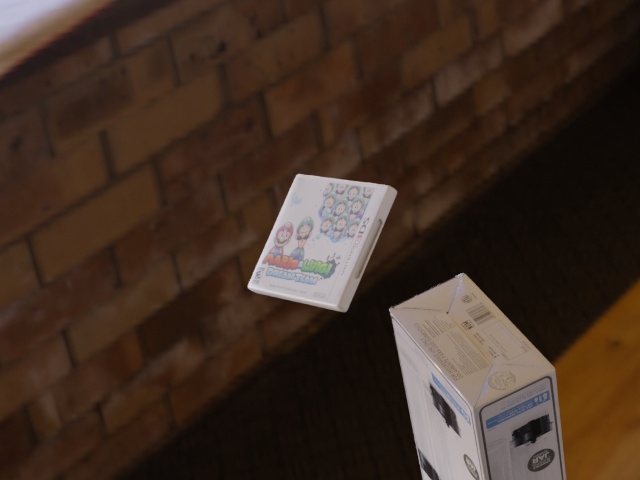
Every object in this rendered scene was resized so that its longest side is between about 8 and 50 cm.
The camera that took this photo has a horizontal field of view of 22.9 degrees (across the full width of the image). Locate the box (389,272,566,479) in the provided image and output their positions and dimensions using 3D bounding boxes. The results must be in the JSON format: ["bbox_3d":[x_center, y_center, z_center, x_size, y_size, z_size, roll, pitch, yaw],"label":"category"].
[{"bbox_3d":[0.162,0.197,1.554,0.087,0.290,0.169,-25,43,-14],"label":"box"}]

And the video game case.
[{"bbox_3d":[0.000,0.000,1.715,0.157,0.019,0.143,10,72,49],"label":"video game case"}]
